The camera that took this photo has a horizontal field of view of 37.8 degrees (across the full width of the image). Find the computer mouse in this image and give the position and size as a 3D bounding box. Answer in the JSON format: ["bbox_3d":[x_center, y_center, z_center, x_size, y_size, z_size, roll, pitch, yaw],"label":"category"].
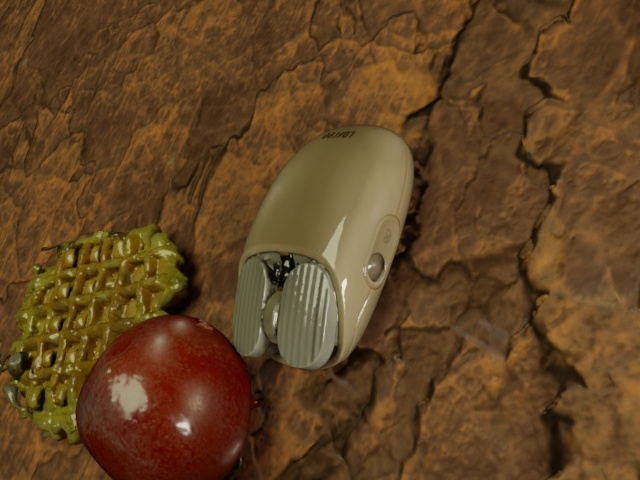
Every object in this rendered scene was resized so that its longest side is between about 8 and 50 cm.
[{"bbox_3d":[0.000,0.000,0.829,0.145,0.082,0.236,7,70,46],"label":"computer mouse"}]

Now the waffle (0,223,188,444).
[{"bbox_3d":[-0.250,0.088,1.036,0.262,0.060,0.280,-47,43,6],"label":"waffle"}]

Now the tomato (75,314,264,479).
[{"bbox_3d":[-0.138,0.149,0.817,0.167,0.167,0.167,-24,51,32],"label":"tomato"}]
